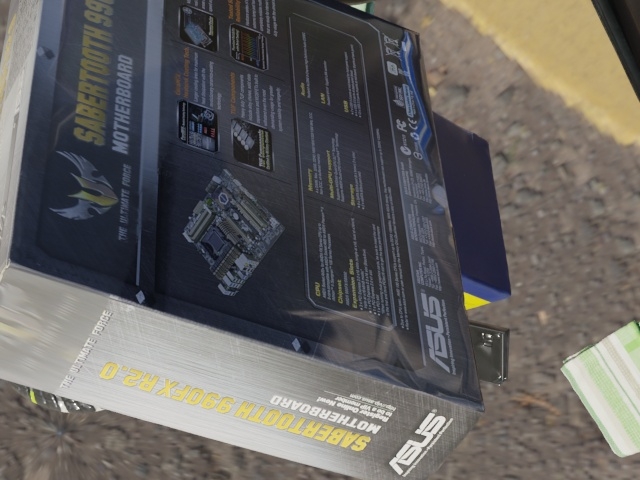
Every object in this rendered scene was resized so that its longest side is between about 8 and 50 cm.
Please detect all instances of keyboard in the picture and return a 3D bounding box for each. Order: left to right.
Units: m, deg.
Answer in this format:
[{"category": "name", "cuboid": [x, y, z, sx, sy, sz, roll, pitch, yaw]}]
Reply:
[{"category": "keyboard", "cuboid": [0.132, 0.102, 1.721, 0.180, 0.108, 0.023, 12, 35, 23]}]

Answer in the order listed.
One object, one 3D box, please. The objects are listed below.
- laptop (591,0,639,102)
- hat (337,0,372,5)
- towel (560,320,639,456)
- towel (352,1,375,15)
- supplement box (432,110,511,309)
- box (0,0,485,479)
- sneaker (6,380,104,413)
[{"category": "laptop", "cuboid": [0.022, -0.201, 0.473, 0.136, 0.264, 0.234, -47, 137, -8]}, {"category": "hat", "cuboid": [0.080, -0.293, 0.887, 0.331, 0.134, 0.331, -19, 116, -46]}, {"category": "towel", "cuboid": [0.293, 0.141, 1.401, 0.023, 0.152, 0.113, -28, 81, -25]}, {"category": "towel", "cuboid": [-0.090, -0.287, 1.321, 0.325, 0.038, 0.247, 14, 102, 25]}, {"category": "supplement box", "cuboid": [0.000, 0.000, 1.645, 0.357, 0.194, 0.195, -19, 66, 29]}, {"category": "box", "cuboid": [-0.038, -0.026, 0.591, 0.183, 0.056, 0.231, 18, 40, -21]}, {"category": "sneaker", "cuboid": [-0.158, 0.085, 1.377, 0.300, 0.121, 0.111, -5, 105, 10]}]
